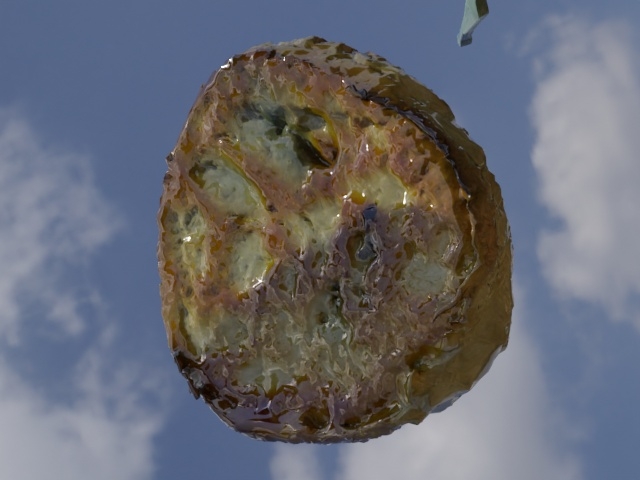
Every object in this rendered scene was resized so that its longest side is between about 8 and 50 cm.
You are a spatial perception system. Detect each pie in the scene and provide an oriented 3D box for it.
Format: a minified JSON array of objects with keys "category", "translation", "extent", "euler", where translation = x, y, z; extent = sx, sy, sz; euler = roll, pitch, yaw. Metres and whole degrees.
[{"category":"pie","translation":[0.000,0.000,1.085],"extent":[0.092,0.315,0.315],"euler":[-9,-98,-50]}]

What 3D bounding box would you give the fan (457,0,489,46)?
[{"category":"fan","translation":[0.151,-0.223,1.519],"extent":[0.193,0.016,0.038],"euler":[81,173,-86]}]
